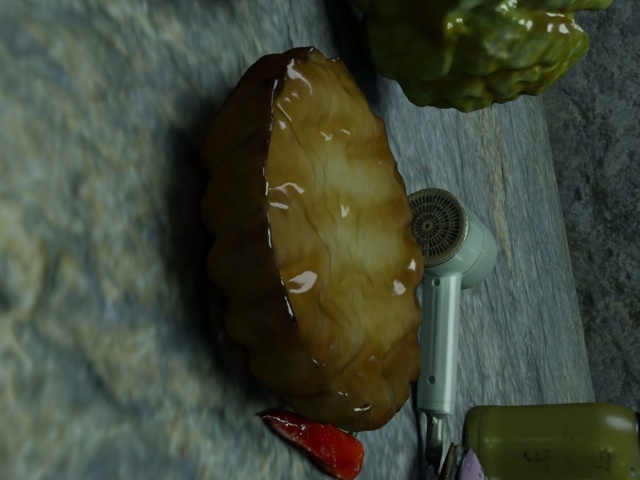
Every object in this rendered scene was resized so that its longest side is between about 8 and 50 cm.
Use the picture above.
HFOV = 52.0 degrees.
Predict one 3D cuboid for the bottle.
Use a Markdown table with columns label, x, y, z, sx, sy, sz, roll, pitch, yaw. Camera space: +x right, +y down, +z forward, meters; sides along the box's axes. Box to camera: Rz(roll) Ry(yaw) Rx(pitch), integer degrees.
| label | x | y | z | sx | sy | sz | roll | pitch | yaw |
| --- | --- | --- | --- | --- | --- | --- | --- | --- | --- |
| bottle | 0.404 | 0.325 | 0.964 | 0.171 | 0.351 | 0.172 | 29 | 56 | -57 |

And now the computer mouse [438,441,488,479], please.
| label | x | y | z | sx | sy | sz | roll | pitch | yaw |
| --- | --- | --- | --- | --- | --- | --- | --- | --- | --- |
| computer mouse | 0.193 | 0.396 | 0.836 | 0.311 | 0.071 | 0.158 | 65 | 32 | -29 |

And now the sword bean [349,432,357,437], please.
| label | x | y | z | sx | sy | sz | roll | pitch | yaw |
| --- | --- | --- | --- | --- | --- | --- | --- | --- | --- |
| sword bean | 0.044 | 0.186 | 0.690 | 0.083 | 0.012 | 0.012 | -48 | 123 | -56 |

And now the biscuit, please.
| label | x | y | z | sx | sy | sz | roll | pitch | yaw |
| --- | --- | --- | --- | --- | --- | --- | --- | --- | --- |
| biscuit | 0.000 | 0.000 | 0.570 | 0.325 | 0.107 | 0.326 | -10 | 90 | -66 |

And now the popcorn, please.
| label | x | y | z | sx | sy | sz | roll | pitch | yaw |
| --- | --- | --- | --- | --- | --- | --- | --- | --- | --- |
| popcorn | 0.178 | -0.303 | 0.818 | 0.274 | 0.335 | 0.279 | -21 | 102 | -39 |

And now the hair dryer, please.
| label | x | y | z | sx | sy | sz | roll | pitch | yaw |
| --- | --- | --- | --- | --- | --- | --- | --- | --- | --- |
| hair dryer | 0.160 | 0.125 | 0.871 | 0.173 | 0.107 | 0.358 | 28 | 66 | -57 |

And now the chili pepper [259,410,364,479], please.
| label | x | y | z | sx | sy | sz | roll | pitch | yaw |
| --- | --- | --- | --- | --- | --- | --- | --- | --- | --- |
| chili pepper | 0.001 | 0.179 | 0.590 | 0.178 | 0.027 | 0.045 | 46 | 43 | -45 |
